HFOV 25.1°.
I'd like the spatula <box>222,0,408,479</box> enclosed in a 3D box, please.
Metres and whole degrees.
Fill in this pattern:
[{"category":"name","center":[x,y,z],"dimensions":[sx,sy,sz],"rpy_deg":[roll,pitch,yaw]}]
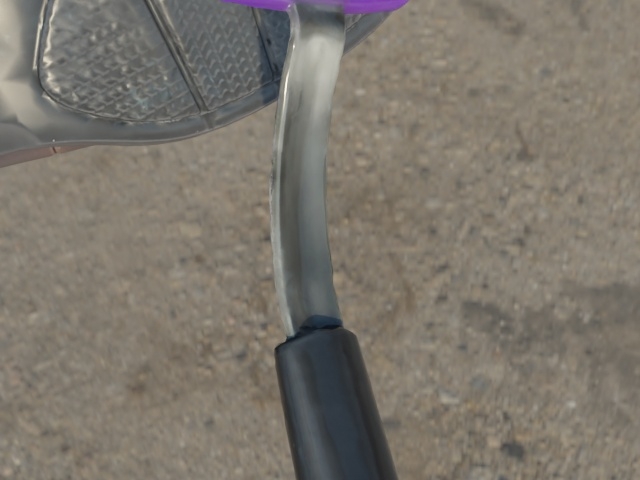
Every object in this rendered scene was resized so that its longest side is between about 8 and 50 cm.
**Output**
[{"category":"spatula","center":[0.000,0.000,0.362],"dimensions":[0.084,0.030,0.296],"rpy_deg":[-4,81,-40]}]

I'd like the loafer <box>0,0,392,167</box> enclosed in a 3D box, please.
[{"category":"loafer","center":[-0.116,-0.073,0.493],"dimensions":[0.303,0.109,0.095],"rpy_deg":[-24,22,-11]}]
